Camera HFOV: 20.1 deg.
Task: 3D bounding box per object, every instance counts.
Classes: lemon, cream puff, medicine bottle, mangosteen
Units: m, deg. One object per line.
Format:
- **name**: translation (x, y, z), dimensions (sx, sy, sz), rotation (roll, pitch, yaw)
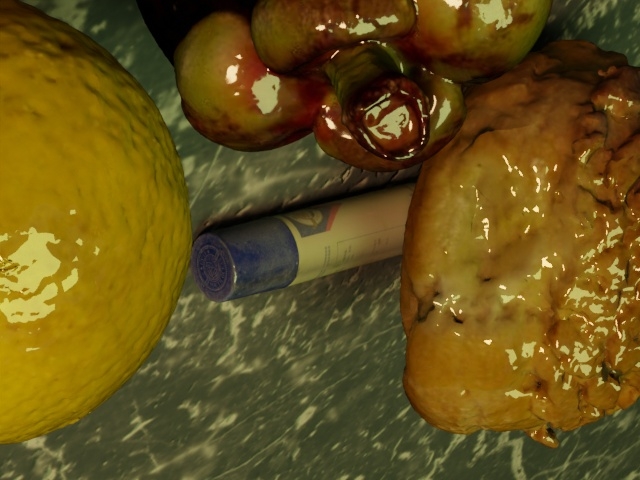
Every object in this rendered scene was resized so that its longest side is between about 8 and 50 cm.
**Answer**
- **lemon**: translation (-0.196, -0.010, 1.032), dimensions (0.267, 0.267, 0.267), rotation (-31, 146, -24)
- **cream puff**: translation (0.208, 0.009, 1.481), dimensions (0.327, 0.231, 0.343), rotation (80, 30, -51)
- **medicine bottle**: translation (0.000, 0.000, 1.460), dimensions (0.231, 0.059, 0.059), rotation (-14, 137, -42)
- **mangosteen**: translation (0.020, -0.169, 1.074), dimensions (0.287, 0.287, 0.233), rotation (-20, 119, -36)
